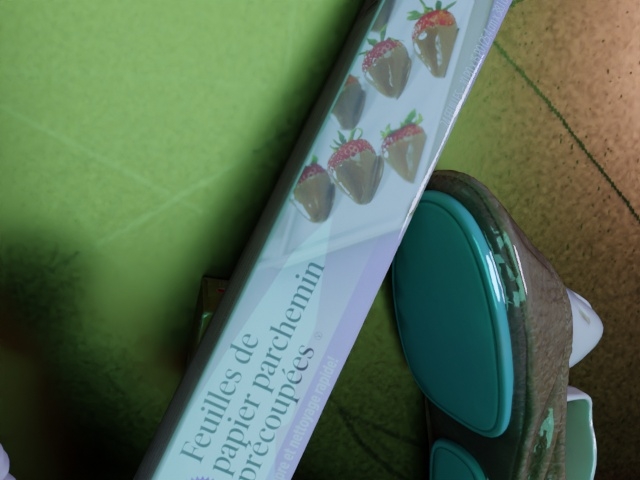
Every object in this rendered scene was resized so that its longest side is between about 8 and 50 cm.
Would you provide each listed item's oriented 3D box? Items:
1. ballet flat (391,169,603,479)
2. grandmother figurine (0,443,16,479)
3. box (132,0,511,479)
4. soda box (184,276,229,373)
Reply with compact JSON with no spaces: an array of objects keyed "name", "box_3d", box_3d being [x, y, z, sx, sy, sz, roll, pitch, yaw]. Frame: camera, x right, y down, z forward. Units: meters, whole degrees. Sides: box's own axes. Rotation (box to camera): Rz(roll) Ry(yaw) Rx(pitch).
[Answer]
[{"name":"ballet flat","box_3d":[0.126,0.107,0.468,0.124,0.116,0.343,-19,112,-25]},{"name":"grandmother figurine","box_3d":[-0.143,0.228,0.351,0.103,0.208,0.343,-9,114,17]},{"name":"box","box_3d":[0.000,0.000,0.379,0.063,0.067,0.324,26,84,-11]},{"name":"soda box","box_3d":[-0.059,0.118,0.455,0.061,0.058,0.182,8,106,-12]}]
